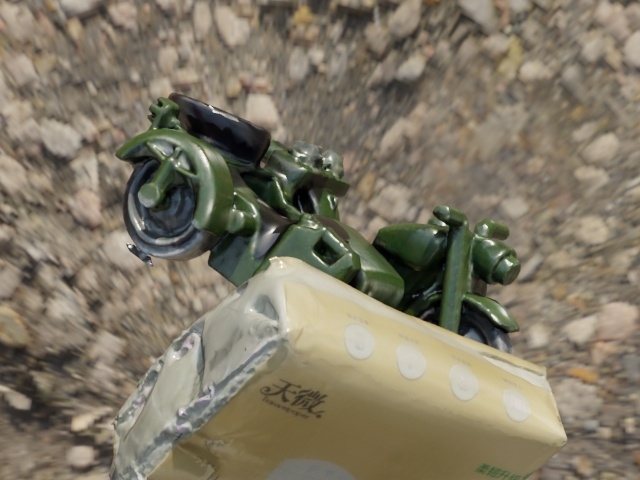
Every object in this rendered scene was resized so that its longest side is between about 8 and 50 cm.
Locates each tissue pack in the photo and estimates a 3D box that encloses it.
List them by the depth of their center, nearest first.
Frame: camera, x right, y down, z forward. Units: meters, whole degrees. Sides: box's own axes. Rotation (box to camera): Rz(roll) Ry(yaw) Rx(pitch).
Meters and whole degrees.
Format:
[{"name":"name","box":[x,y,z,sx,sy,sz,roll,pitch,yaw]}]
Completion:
[{"name":"tissue pack","box":[0.008,0.113,1.111,0.222,0.090,0.186,23,127,-33]}]

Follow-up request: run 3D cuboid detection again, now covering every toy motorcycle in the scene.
[{"name":"toy motorcycle","box":[0.000,0.000,1.220,0.275,0.205,0.127,33,98,29]}]
